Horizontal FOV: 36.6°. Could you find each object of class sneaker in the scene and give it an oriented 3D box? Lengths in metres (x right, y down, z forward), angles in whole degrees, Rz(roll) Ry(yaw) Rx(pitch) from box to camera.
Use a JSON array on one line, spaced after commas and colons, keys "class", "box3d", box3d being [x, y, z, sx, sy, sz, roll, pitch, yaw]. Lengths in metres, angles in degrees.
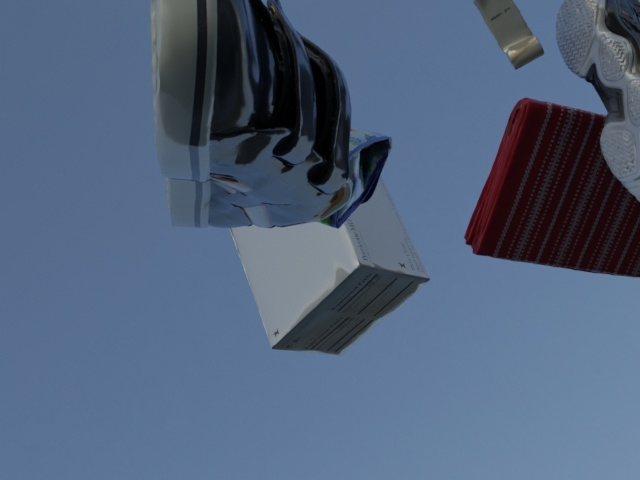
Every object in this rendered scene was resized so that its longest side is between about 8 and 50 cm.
[{"class": "sneaker", "box3d": [0.365, -0.159, 1.020, 0.153, 0.269, 0.101, -11, -22, -21]}, {"class": "sneaker", "box3d": [-0.039, -0.084, 0.594, 0.127, 0.321, 0.126, -1, -99, -6]}]

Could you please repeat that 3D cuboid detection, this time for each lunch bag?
[{"class": "lunch bag", "box3d": [-0.004, -0.091, 1.096, 0.128, 0.151, 0.096, 16, -52, 20]}]

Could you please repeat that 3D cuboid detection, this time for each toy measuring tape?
[{"class": "toy measuring tape", "box3d": [0.135, -0.321, 0.964, 0.121, 0.121, 0.330, -31, -83, -3]}]

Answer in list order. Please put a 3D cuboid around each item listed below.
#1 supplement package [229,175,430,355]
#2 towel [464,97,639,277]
[{"class": "supplement package", "box3d": [0.000, 0.000, 1.398, 0.145, 0.262, 0.204, 11, -44, -42]}, {"class": "towel", "box3d": [0.322, -0.057, 1.172, 0.274, 0.031, 0.199, 8, -68, -22]}]
